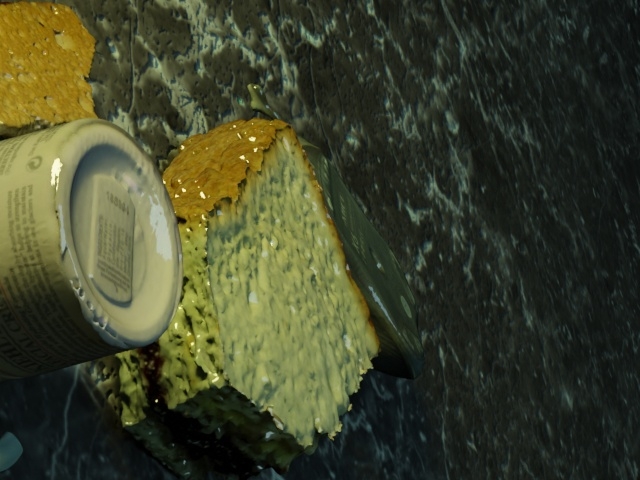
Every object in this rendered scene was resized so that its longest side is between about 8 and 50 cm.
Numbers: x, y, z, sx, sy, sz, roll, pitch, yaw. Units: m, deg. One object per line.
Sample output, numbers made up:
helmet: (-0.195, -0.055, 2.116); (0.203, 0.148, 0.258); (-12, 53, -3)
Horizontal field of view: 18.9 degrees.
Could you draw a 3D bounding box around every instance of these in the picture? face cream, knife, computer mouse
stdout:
face cream: (-0.206, 0.009, 1.423); (0.177, 0.152, 0.177); (38, 45, -51)
knife: (-0.274, 0.164, 1.358); (0.210, 0.015, 0.028); (-10, 92, -64)
computer mouse: (0.000, 0.000, 1.926); (0.379, 0.090, 0.167); (60, 13, -29)

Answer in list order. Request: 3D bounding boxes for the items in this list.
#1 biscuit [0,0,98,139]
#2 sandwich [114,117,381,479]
biscuit: (-0.234, -0.138, 1.540); (0.131, 0.026, 0.237); (54, 21, 10)
sandwich: (-0.077, 0.065, 1.692); (0.262, 0.131, 0.325); (68, 23, -18)
